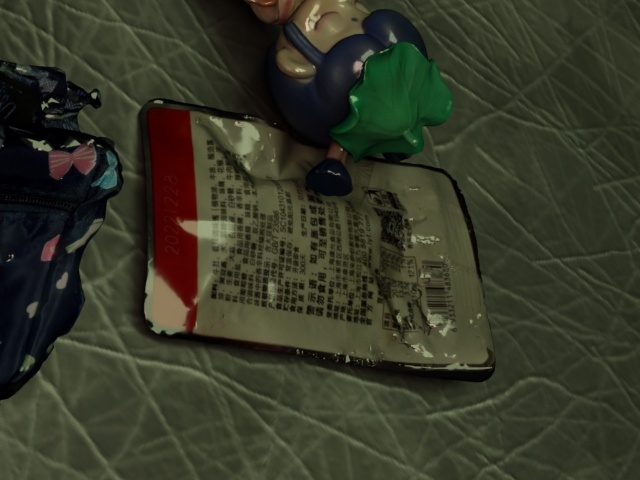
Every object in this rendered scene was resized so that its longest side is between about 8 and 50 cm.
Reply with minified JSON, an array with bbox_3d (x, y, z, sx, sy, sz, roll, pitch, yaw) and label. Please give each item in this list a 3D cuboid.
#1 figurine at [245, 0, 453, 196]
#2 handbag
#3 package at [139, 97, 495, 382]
[{"bbox_3d":[0.003,-0.128,1.065,0.111,0.102,0.195,-19,71,-47],"label":"figurine"},{"bbox_3d":[-0.220,-0.021,0.825,0.260,0.162,0.113,11,27,-32],"label":"handbag"},{"bbox_3d":[0.000,0.000,1.061,0.239,0.030,0.154,13,58,-33],"label":"package"}]
